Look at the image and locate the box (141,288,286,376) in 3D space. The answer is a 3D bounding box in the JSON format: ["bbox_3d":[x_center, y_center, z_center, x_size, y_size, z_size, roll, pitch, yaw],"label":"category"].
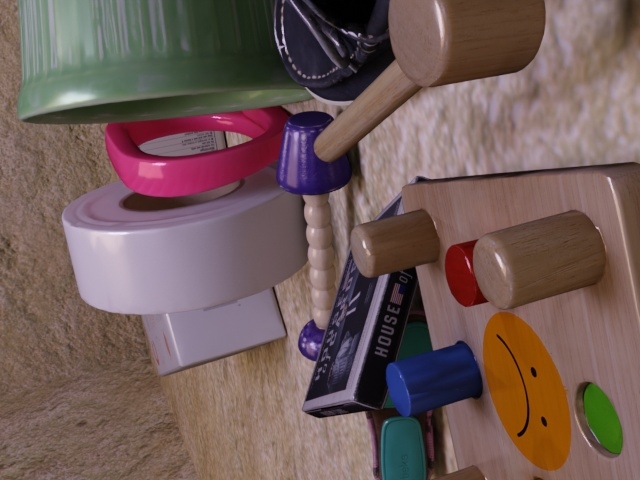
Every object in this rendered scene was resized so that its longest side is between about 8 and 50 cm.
[{"bbox_3d":[-0.198,0.094,1.450,0.345,0.168,0.215,147,108,-71],"label":"box"}]

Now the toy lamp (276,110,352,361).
[{"bbox_3d":[0.000,0.000,0.922,0.080,0.080,0.274,-132,31,-56],"label":"toy lamp"}]

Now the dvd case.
[{"bbox_3d":[0.038,0.061,0.754,0.238,0.030,0.179,130,157,-73],"label":"dvd case"}]

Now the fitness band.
[{"bbox_3d":[-0.148,-0.119,1.058,0.291,0.209,0.054,-138,36,-61],"label":"fitness band"}]

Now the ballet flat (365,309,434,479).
[{"bbox_3d":[0.075,0.143,0.831,0.079,0.077,0.221,-96,2,-59],"label":"ballet flat"}]

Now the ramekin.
[{"bbox_3d":[-0.150,-0.204,0.870,0.303,0.303,0.148,-170,74,-71],"label":"ramekin"}]

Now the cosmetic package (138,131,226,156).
[{"bbox_3d":[-0.244,-0.208,1.386,0.129,0.153,0.296,-144,44,-66],"label":"cosmetic package"}]

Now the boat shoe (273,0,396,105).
[{"bbox_3d":[0.029,-0.207,0.547,0.500,0.156,0.186,153,101,-73],"label":"boat shoe"}]

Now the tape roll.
[{"bbox_3d":[-0.155,-0.014,1.049,0.286,0.286,0.100,-146,44,-64],"label":"tape roll"}]

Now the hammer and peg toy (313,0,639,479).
[{"bbox_3d":[0.115,0.031,0.514,0.266,0.127,0.361,-176,73,-74],"label":"hammer and peg toy"}]
